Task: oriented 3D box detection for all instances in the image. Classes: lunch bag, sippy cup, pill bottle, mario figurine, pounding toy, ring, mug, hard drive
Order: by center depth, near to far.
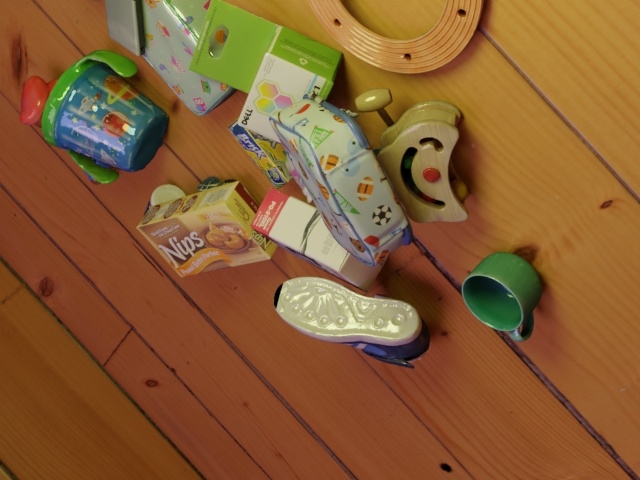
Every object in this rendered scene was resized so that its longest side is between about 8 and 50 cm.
[{"bbox_3d":[0.107,-0.420,1.463,0.337,0.032,0.336,25,140,23],"label":"ring"},{"bbox_3d":[0.031,-0.114,1.616,0.303,0.115,0.243,63,170,-29],"label":"lunch bag"},{"bbox_3d":[0.188,-0.172,1.622,0.154,0.154,0.269,-19,123,25],"label":"pounding toy"},{"bbox_3d":[0.339,0.095,1.703,0.129,0.097,0.157,25,142,30],"label":"mug"},{"bbox_3d":[-0.390,-0.444,1.845,0.094,0.022,0.135,36,145,22],"label":"hard drive"},{"bbox_3d":[-0.270,-0.400,1.873,0.279,0.108,0.224,51,149,-5],"label":"lunch bag"},{"bbox_3d":[-0.489,-0.277,2.170,0.224,0.240,0.305,30,168,9],"label":"sippy cup"},{"bbox_3d":[-0.405,-0.066,2.395,0.094,0.094,0.169,45,147,4],"label":"pill bottle"},{"bbox_3d":[-0.636,-0.308,2.421,0.198,0.170,0.320,-31,115,21],"label":"mario figurine"}]

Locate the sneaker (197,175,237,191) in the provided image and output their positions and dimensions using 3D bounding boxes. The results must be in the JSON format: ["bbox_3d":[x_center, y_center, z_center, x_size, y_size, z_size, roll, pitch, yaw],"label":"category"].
[{"bbox_3d":[-0.239,-0.112,2.196,0.135,0.052,0.058,13,138,42],"label":"sneaker"}]

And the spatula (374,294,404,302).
[{"bbox_3d":[0.119,0.187,2.129,0.242,0.019,0.168,9,132,44],"label":"spatula"}]

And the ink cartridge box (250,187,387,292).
[{"bbox_3d":[0.000,0.000,1.930,0.237,0.100,0.172,26,175,29],"label":"ink cartridge box"}]

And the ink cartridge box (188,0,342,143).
[{"bbox_3d":[-0.115,-0.301,1.700,0.255,0.097,0.188,22,138,-7],"label":"ink cartridge box"}]

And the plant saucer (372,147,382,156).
[{"bbox_3d":[0.137,-0.130,1.768,0.119,0.021,0.119,30,144,26],"label":"plant saucer"}]

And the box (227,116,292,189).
[{"bbox_3d":[-0.115,-0.194,1.955,0.169,0.059,0.054,51,145,-6],"label":"box"}]

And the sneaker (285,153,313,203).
[{"bbox_3d":[-0.009,-0.172,1.817,0.111,0.103,0.252,43,147,4],"label":"sneaker"}]

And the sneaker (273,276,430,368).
[{"bbox_3d":[0.074,0.187,1.982,0.323,0.130,0.236,10,160,15],"label":"sneaker"}]

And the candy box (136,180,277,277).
[{"bbox_3d":[-0.265,-0.021,2.205,0.316,0.087,0.183,-11,128,40],"label":"candy box"}]
